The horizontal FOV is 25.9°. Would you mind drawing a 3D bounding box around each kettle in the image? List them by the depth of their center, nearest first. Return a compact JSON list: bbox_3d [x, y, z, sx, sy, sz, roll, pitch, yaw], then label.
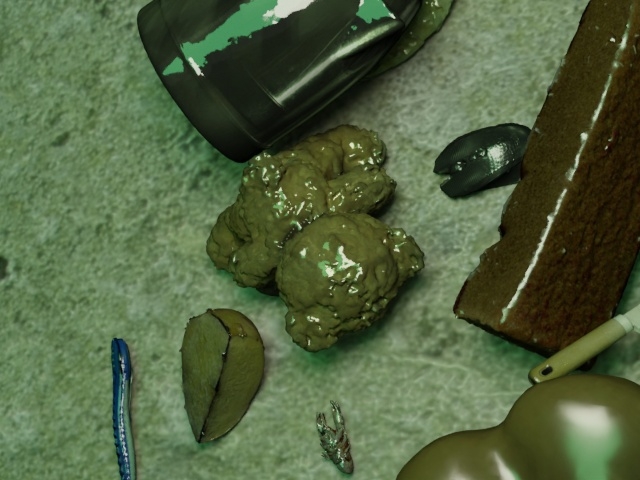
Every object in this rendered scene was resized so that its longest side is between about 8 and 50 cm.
[{"bbox_3d":[-0.031,-0.296,1.683,0.324,0.228,0.321,-32,41,13],"label":"kettle"}]

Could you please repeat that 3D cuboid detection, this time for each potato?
[{"bbox_3d":[-0.117,0.157,1.741,0.100,0.089,0.172,41,126,44],"label":"potato"}]

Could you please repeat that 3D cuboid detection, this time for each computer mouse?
[{"bbox_3d":[0.198,-0.100,1.687,0.135,0.047,0.079,-23,69,17],"label":"computer mouse"}]

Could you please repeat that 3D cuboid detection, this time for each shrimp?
[{"bbox_3d":[0.015,0.241,1.687,0.038,0.029,0.092,-21,65,24],"label":"shrimp"}]

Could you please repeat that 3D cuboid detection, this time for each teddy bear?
[{"bbox_3d":[0.000,0.000,1.682,0.267,0.156,0.256,-39,68,7],"label":"teddy bear"}]

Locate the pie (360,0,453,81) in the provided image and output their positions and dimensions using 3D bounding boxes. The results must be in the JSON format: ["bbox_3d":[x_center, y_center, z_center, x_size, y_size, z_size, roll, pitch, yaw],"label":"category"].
[{"bbox_3d":[0.027,-0.336,1.799,0.306,0.071,0.306,-5,76,21],"label":"pie"}]

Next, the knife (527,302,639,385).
[{"bbox_3d":[0.351,0.089,1.529,0.298,0.017,0.047,-30,51,-22],"label":"knife"}]

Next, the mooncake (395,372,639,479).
[{"bbox_3d":[0.288,0.370,1.423,0.467,0.262,0.466,-4,78,20],"label":"mooncake"}]

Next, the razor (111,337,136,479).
[{"bbox_3d":[-0.257,0.284,1.772,0.056,0.093,0.324,9,73,-18],"label":"razor"}]

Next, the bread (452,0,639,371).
[{"bbox_3d":[0.302,-0.071,1.567,0.113,0.165,0.416,16,81,54],"label":"bread"}]
